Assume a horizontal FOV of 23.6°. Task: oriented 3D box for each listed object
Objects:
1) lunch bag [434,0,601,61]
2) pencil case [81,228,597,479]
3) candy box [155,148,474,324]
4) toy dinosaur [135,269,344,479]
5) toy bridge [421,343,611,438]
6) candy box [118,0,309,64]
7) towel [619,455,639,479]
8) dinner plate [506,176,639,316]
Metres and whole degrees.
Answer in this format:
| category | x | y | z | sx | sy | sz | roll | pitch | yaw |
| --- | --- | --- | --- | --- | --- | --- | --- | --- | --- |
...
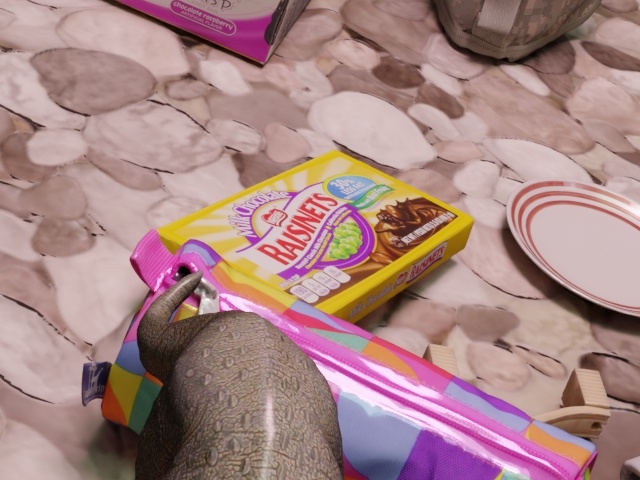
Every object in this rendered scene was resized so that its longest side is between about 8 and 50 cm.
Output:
| category | x | y | z | sx | sy | sz | roll | pitch | yaw |
| --- | --- | --- | --- | --- | --- | --- | --- | --- | --- |
| lunch bag | 0.175 | -0.298 | 1.210 | 0.169 | 0.235 | 0.287 | 15 | 35 | -4 |
| pencil case | 0.010 | 0.087 | 0.707 | 0.236 | 0.104 | 0.104 | 27 | 34 | 6 |
| candy box | 0.000 | 0.000 | 0.859 | 0.105 | 0.027 | 0.206 | 25 | 26 | 20 |
| toy dinosaur | -0.030 | 0.104 | 0.543 | 0.121 | 0.160 | 0.313 | 20 | 39 | -4 |
| toy bridge | 0.064 | 0.083 | 0.806 | 0.188 | 0.026 | 0.063 | 11 | 35 | -14 |
| candy box | -0.070 | -0.232 | 1.131 | 0.159 | 0.071 | 0.233 | 24 | 33 | 3 |
| towel | 0.337 | 0.179 | 0.659 | 0.317 | 0.053 | 0.332 | -12 | 42 | -18 |
| dinner plate | 0.183 | 0.007 | 0.986 | 0.141 | 0.017 | 0.141 | 14 | 35 | -10 |
